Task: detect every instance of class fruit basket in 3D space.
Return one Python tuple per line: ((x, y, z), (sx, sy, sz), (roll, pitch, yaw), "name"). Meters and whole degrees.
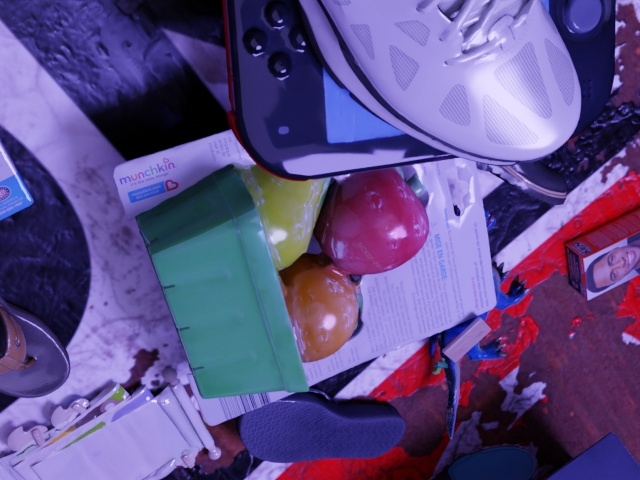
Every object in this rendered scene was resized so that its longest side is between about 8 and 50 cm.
((0.000, 0.000, 1.094), (0.353, 0.165, 0.327), (-25, 125, -14), "fruit basket")

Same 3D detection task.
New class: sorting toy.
((0.154, 0.120, 1.211), (0.083, 0.012, 0.062), (-43, 154, 4), "sorting toy")

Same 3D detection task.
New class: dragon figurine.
((0.152, 0.089, 1.266), (0.144, 0.085, 0.289), (10, 111, -31), "dragon figurine")

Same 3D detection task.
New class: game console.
((0.095, -0.238, 0.931), (0.386, 0.060, 0.342), (-10, 111, -22), "game console")

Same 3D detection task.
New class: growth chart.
((-0.240, 0.234, 1.192), (0.237, 0.021, 0.172), (-24, 124, -13), "growth chart")

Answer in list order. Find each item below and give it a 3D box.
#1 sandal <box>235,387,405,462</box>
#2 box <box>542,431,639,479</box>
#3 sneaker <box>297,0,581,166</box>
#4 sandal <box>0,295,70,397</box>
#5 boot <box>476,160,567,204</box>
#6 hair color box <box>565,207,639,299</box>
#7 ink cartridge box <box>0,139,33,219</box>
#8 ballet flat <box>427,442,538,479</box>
((-0.007, 0.219, 1.289), (0.254, 0.054, 0.097), (18, 115, -43), "sandal")
((0.268, 0.432, 1.371), (0.343, 0.179, 0.312), (-34, 161, -5), "box")
((0.084, -0.197, 0.769), (0.447, 0.257, 0.169), (41, 84, -26), "sneaker")
((-0.325, 0.086, 1.042), (0.090, 0.060, 0.219), (-33, 126, -6), "sandal")
((0.229, -0.130, 1.196), (0.198, 0.077, 0.137), (22, 100, -35), "boot")
((0.385, 0.012, 1.366), (0.141, 0.043, 0.072), (-25, 126, -12), "hair color box")
((-0.341, -0.091, 0.936), (0.104, 0.060, 0.180), (-27, 126, -10), "ink cartridge box")
((0.178, 0.346, 1.440), (0.241, 0.091, 0.077), (-24, 155, -8), "ballet flat")
